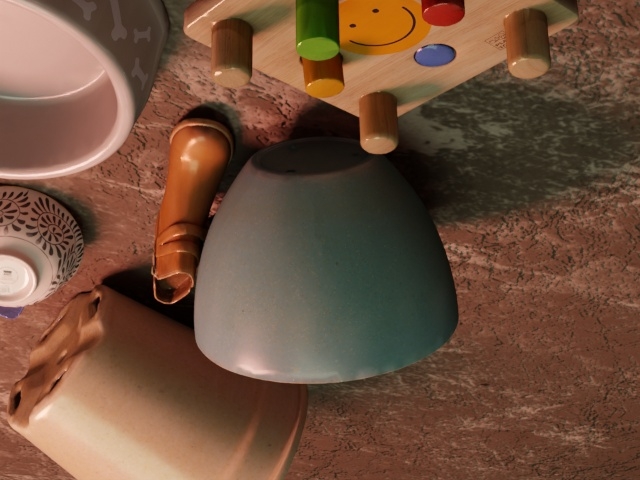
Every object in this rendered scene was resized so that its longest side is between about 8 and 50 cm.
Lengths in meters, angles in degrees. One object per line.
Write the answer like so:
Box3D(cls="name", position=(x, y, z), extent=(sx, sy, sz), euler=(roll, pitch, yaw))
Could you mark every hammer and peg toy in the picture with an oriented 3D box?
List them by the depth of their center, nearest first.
Box3D(cls="hammer and peg toy", position=(0.093, -0.210, 1.079), extent=(0.266, 0.127, 0.361), euler=(21, 147, -39))

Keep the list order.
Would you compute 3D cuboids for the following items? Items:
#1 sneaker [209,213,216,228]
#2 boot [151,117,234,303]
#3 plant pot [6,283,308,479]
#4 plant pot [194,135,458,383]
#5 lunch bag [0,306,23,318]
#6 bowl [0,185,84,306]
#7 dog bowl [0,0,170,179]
Box3D(cls="sneaker", position=(-0.073, 0.026, 1.576), extent=(0.087, 0.083, 0.221), euler=(-23, 145, 18))
Box3D(cls="boot", position=(-0.145, -0.031, 1.413), extent=(0.073, 0.152, 0.197), euler=(10, 147, -6))
Box3D(cls="plant pot", position=(-0.239, 0.231, 1.727), extent=(0.305, 0.334, 0.334), euler=(36, 138, -23))
Box3D(cls="plant pot", position=(0.000, 0.000, 1.367), extent=(0.290, 0.290, 0.195), euler=(0, 113, 10))
Box3D(cls="lunch bag", position=(-0.410, 0.051, 1.668), extent=(0.067, 0.065, 0.098), euler=(23, 134, -18))
Box3D(cls="bowl", position=(-0.379, 0.025, 1.552), extent=(0.170, 0.080, 0.170), euler=(-1, 124, -2))
Box3D(cls="dog bowl", position=(-0.326, -0.186, 1.251), extent=(0.349, 0.102, 0.349), euler=(5, 147, 3))
